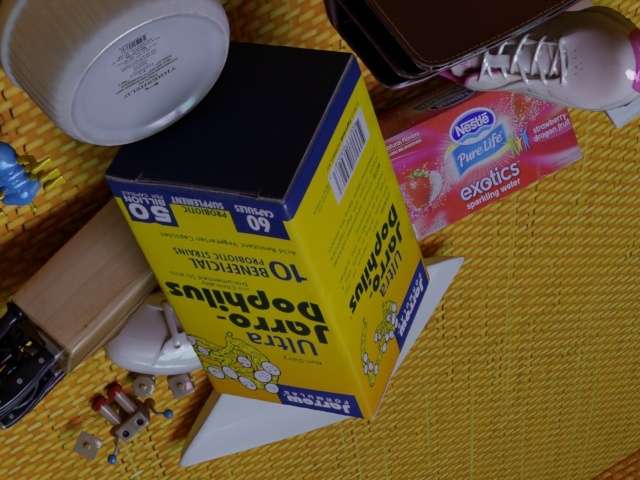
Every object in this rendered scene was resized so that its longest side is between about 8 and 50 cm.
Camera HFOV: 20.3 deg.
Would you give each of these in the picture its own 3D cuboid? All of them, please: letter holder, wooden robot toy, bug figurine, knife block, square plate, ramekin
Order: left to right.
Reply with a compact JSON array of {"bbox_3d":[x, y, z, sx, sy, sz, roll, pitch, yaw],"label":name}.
[{"bbox_3d":[-0.385,-0.043,1.637,0.279,0.072,0.216,-28,146,-6],"label":"bug figurine"},{"bbox_3d":[-0.259,0.066,1.843,0.276,0.088,0.242,-50,176,26],"label":"knife block"},{"bbox_3d":[-0.180,-0.180,1.618,0.207,0.109,0.207,-27,152,-16],"label":"ramekin"},{"bbox_3d":[-0.237,0.207,2.246,0.173,0.076,0.079,-39,-172,5],"label":"wooden robot toy"},{"bbox_3d":[-0.006,0.152,2.420,0.347,0.049,0.344,-13,144,-39],"label":"square plate"},{"bbox_3d":[0.182,-0.266,1.788,0.302,0.214,0.152,-31,153,-10],"label":"letter holder"}]

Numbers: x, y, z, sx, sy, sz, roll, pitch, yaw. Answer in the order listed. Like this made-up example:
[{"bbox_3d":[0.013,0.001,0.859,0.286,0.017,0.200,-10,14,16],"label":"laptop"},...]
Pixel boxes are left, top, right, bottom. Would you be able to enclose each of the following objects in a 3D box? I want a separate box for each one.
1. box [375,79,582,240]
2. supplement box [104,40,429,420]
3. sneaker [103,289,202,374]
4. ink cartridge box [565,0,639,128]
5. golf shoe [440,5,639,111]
[{"bbox_3d":[0.154,-0.107,2.060,0.257,0.122,0.128,-26,107,-19],"label":"box"},{"bbox_3d":[-0.041,-0.007,1.798,0.356,0.194,0.195,68,38,-48],"label":"supplement box"},{"bbox_3d":[-0.110,0.074,2.074,0.290,0.106,0.123,-11,154,-22],"label":"sneaker"},{"bbox_3d":[0.339,-0.216,2.168,0.063,0.109,0.150,-36,153,8],"label":"ink cartridge box"},{"bbox_3d":[0.216,-0.190,1.889,0.140,0.306,0.115,-13,106,-31],"label":"golf shoe"}]
